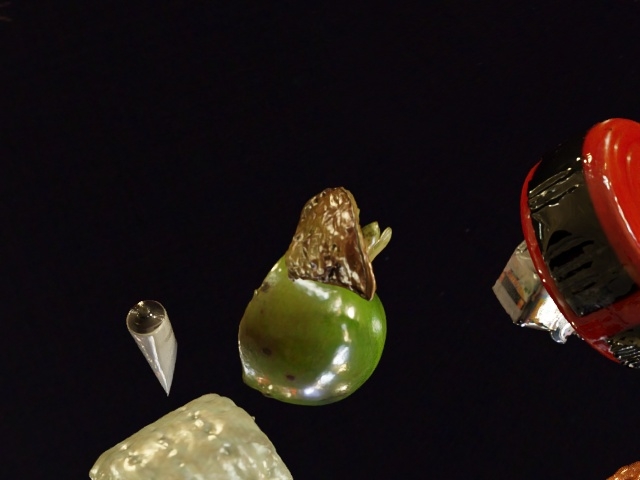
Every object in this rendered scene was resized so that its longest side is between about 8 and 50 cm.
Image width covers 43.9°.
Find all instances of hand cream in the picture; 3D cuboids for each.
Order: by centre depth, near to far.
[{"bbox_3d":[-0.231,0.146,1.135,0.054,0.087,0.186,0,-34,5],"label":"hand cream"}]

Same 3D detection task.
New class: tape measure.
[{"bbox_3d":[0.311,0.008,0.761,0.114,0.260,0.253,-36,-116,41],"label":"tape measure"}]

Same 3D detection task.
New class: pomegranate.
[{"bbox_3d":[0.022,0.126,1.355,0.216,0.310,0.359,33,-95,17],"label":"pomegranate"}]

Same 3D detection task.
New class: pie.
[{"bbox_3d":[0.001,-0.002,0.681,0.191,0.033,0.088,-174,-87,-68],"label":"pie"}]

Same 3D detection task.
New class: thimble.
[{"bbox_3d":[-0.132,0.345,0.967,0.291,0.195,0.291,43,-28,30],"label":"thimble"}]

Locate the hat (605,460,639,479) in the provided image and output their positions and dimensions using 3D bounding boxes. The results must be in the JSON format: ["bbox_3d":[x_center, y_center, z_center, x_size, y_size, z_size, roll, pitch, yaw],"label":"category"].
[{"bbox_3d":[0.406,0.489,0.944,0.285,0.400,0.285,28,-21,12],"label":"hat"}]

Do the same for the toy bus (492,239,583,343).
[{"bbox_3d":[0.417,0.084,1.155,0.316,0.112,0.138,12,-63,-21],"label":"toy bus"}]
